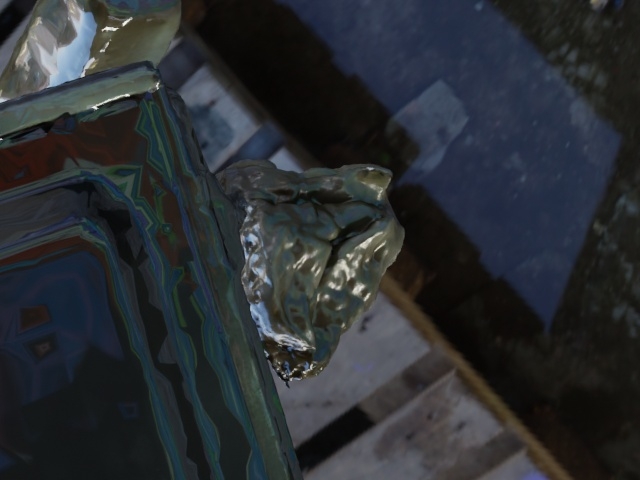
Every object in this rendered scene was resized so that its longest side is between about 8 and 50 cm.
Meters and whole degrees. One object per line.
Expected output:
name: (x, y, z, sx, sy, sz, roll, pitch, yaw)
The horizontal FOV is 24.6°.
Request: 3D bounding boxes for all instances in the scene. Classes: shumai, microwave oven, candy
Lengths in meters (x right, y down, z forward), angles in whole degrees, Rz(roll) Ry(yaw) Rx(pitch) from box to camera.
shumai: (-0.002, -0.004, 1.415, 0.185, 0.218, 0.184, -33, 117, 7)
microwave oven: (-0.126, 0.122, 0.635, 0.286, 0.218, 0.355, 1, 110, 66)
candy: (-0.225, -0.177, 1.398, 0.102, 0.104, 0.234, 57, 137, 19)
